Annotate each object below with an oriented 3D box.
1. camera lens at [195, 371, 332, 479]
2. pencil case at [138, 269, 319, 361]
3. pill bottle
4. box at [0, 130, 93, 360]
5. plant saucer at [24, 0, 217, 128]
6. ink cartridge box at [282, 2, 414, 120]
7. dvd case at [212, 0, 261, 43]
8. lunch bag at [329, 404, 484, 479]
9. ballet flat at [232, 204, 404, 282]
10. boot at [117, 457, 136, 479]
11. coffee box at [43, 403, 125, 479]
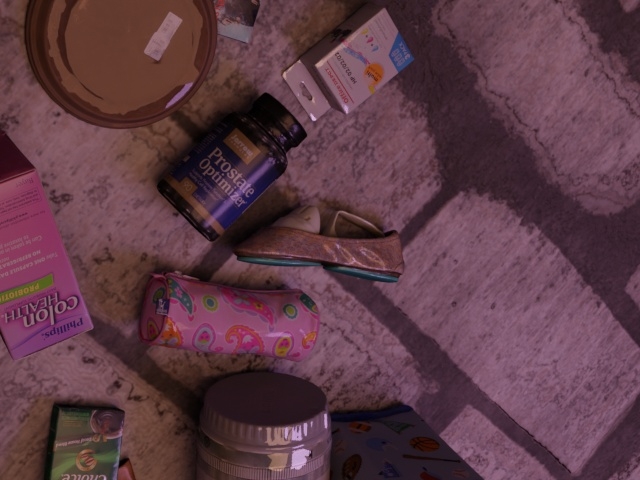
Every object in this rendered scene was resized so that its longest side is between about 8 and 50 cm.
[{"bbox_3d":[-0.094,0.378,1.844,0.219,0.219,0.274,-6,110,-25],"label":"camera lens"},{"bbox_3d":[-0.144,0.120,1.784,0.284,0.124,0.124,10,103,-28],"label":"pencil case"},{"bbox_3d":[-0.129,-0.114,1.703,0.219,0.123,0.123,-45,122,-5],"label":"pill bottle"},{"bbox_3d":[-0.424,0.002,1.543,0.117,0.213,0.243,-24,118,-18],"label":"box"},{"bbox_3d":[-0.274,-0.290,1.605,0.278,0.041,0.278,-8,111,-21],"label":"plant saucer"},{"bbox_3d":[0.043,-0.271,1.767,0.181,0.061,0.104,-40,121,-8],"label":"ink cartridge box"},{"bbox_3d":[-0.147,-0.348,1.672,0.119,0.013,0.087,14,102,-28],"label":"dvd case"},{"bbox_3d":[0.112,0.529,1.940,0.239,0.328,0.385,-2,111,-21],"label":"lunch bag"},{"bbox_3d":[0.000,0.000,1.837,0.316,0.107,0.106,9,84,-34],"label":"ballet flat"},{"bbox_3d":[-0.285,0.484,1.889,0.264,0.096,0.280,-23,105,-16],"label":"boot"},{"bbox_3d":[-0.371,0.351,1.771,0.113,0.040,0.184,9,87,-28],"label":"coffee box"}]
